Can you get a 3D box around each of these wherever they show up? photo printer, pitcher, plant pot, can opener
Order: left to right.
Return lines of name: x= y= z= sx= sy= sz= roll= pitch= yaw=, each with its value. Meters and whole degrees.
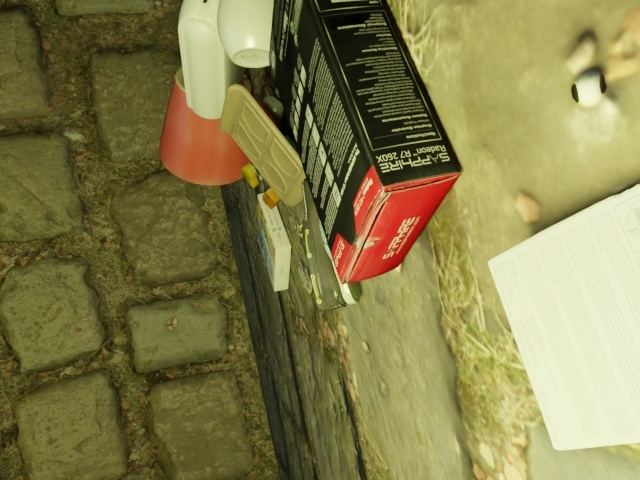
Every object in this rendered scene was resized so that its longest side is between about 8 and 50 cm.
plant pot: x=-0.295 y=-0.326 z=1.529 sx=0.243 sy=0.275 sz=0.275 roll=106 pitch=150 yaw=-45
photo printer: x=-0.212 y=-0.445 z=1.196 sx=0.307 sy=0.107 sz=0.256 roll=107 pitch=177 yaw=-64
pitcher: x=-0.118 y=-0.420 z=1.043 sx=0.178 sy=0.125 sz=0.207 roll=39 pitch=-132 yaw=-80
can opener: x=-0.079 y=-0.196 z=1.176 sx=0.095 sy=0.076 sz=0.283 roll=42 pitch=157 yaw=9

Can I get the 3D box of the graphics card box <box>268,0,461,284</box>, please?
graphics card box: x=0.028 y=-0.163 z=0.694 sx=0.233 sy=0.094 sz=0.371 roll=106 pitch=148 yaw=-63

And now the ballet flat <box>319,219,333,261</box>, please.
ballet flat: x=0.031 y=-0.048 z=0.843 sx=0.070 sy=0.070 sz=0.188 roll=-165 pitch=61 yaw=-74

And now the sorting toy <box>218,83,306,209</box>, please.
sorting toy: x=-0.109 y=-0.167 z=1.141 sx=0.229 sy=0.041 sz=0.307 roll=48 pitch=162 yaw=-1

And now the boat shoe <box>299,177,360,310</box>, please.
boat shoe: x=0.000 y=0.000 z=0.930 sx=0.081 sy=0.069 sz=0.228 roll=15 pitch=-123 yaw=-66

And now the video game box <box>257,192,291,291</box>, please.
video game box: x=-0.127 y=0.006 z=1.529 sx=0.205 sy=0.048 sz=0.187 roll=97 pitch=154 yaw=-53

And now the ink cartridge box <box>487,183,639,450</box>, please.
ink cartridge box: x=0.197 y=0.045 z=0.352 sx=0.179 sy=0.045 sz=0.145 roll=-39 pitch=61 yaw=54

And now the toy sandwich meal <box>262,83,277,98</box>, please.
toy sandwich meal: x=-0.101 y=-0.297 z=1.224 sx=0.085 sy=0.029 sz=0.085 roll=166 pitch=90 yaw=-80
